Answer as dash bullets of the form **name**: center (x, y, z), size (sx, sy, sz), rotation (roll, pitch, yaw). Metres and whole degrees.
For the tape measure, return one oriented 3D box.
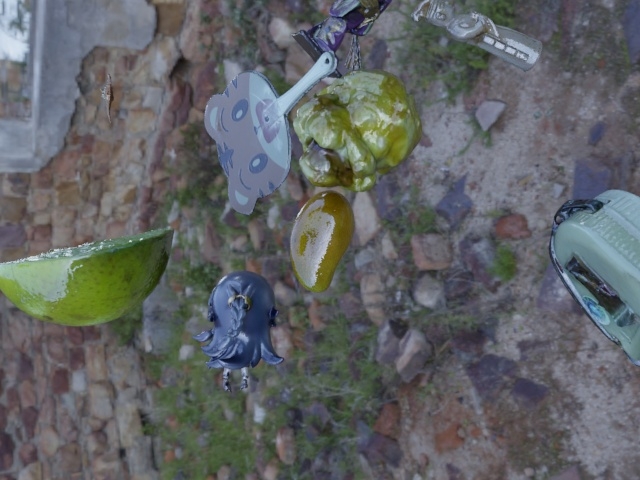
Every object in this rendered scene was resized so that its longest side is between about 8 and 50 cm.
- **tape measure**: center (0.400, 0.051, 0.820), size (0.207, 0.115, 0.235), rotation (50, 172, 32)

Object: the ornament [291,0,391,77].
- **ornament**: center (0.051, -0.329, 0.830), size (0.203, 0.081, 0.088), rotation (-50, 20, 8)

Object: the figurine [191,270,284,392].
- **figurine**: center (-0.186, 0.202, 1.423), size (0.197, 0.175, 0.265), rotation (-46, 47, 43)

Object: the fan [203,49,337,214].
- **fan**: center (-0.055, -0.131, 0.653), size (0.226, 0.008, 0.153), rotation (-31, 75, 44)

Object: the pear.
- **pear**: center (-0.338, 0.057, 0.953), size (0.239, 0.287, 0.139), rotation (-17, 88, 52)

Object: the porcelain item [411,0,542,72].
- **porcelain item**: center (0.253, -0.343, 0.984), size (0.084, 0.213, 0.054), rotation (-81, 14, -69)

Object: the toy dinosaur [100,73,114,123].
- **toy dinosaur**: center (-0.491, -0.327, 1.390), size (0.041, 0.026, 0.113), rotation (14, 102, 53)

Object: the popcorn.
- **popcorn**: center (0.076, -0.222, 1.229), size (0.225, 0.276, 0.276), rotation (50, 150, -9)

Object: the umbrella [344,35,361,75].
- **umbrella**: center (0.062, -0.347, 1.116), size (0.020, 0.031, 0.083), rotation (-89, 4, -59)

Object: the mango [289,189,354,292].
- **mango**: center (0.000, 0.000, 1.323), size (0.099, 0.136, 0.228), rotation (19, -96, -79)
